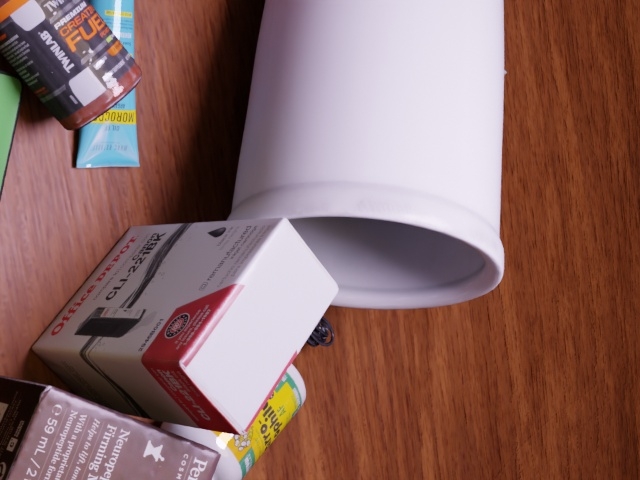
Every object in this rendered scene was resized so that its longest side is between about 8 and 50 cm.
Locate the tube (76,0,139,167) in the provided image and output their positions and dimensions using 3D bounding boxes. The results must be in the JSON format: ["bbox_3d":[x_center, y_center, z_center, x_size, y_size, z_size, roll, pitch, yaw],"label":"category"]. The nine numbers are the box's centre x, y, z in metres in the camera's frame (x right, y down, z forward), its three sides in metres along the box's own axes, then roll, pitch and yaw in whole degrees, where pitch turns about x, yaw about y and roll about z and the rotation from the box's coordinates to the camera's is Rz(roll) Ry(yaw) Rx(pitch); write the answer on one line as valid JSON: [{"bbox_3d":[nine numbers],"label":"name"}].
[{"bbox_3d":[-0.240,-0.186,1.140,0.080,0.052,0.207,-3,99,-36],"label":"tube"}]

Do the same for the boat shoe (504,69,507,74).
[{"bbox_3d":[0.181,-0.279,1.576,0.319,0.116,0.099,0,134,-54],"label":"boat shoe"}]

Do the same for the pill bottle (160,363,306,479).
[{"bbox_3d":[-0.120,0.227,1.220,0.208,0.118,0.117,-46,123,-36],"label":"pill bottle"}]

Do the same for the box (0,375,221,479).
[{"bbox_3d":[-0.246,0.250,1.016,0.203,0.167,0.168,28,71,-29],"label":"box"}]

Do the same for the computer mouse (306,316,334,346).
[{"bbox_3d":[0.000,0.000,1.397,0.184,0.060,0.262,48,60,-28],"label":"computer mouse"}]

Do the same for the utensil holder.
[{"bbox_3d":[0.067,-0.144,1.235,0.328,0.328,0.385,29,60,-44],"label":"utensil holder"}]

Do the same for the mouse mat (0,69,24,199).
[{"bbox_3d":[-0.373,-0.104,0.978,0.190,0.007,0.152,9,95,-58],"label":"mouse mat"}]

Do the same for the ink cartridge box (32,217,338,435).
[{"bbox_3d":[-0.149,0.084,1.076,0.114,0.273,0.197,53,54,-29],"label":"ink cartridge box"}]

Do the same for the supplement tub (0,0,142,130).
[{"bbox_3d":[-0.282,-0.217,1.036,0.198,0.106,0.106,52,54,-21],"label":"supplement tub"}]
